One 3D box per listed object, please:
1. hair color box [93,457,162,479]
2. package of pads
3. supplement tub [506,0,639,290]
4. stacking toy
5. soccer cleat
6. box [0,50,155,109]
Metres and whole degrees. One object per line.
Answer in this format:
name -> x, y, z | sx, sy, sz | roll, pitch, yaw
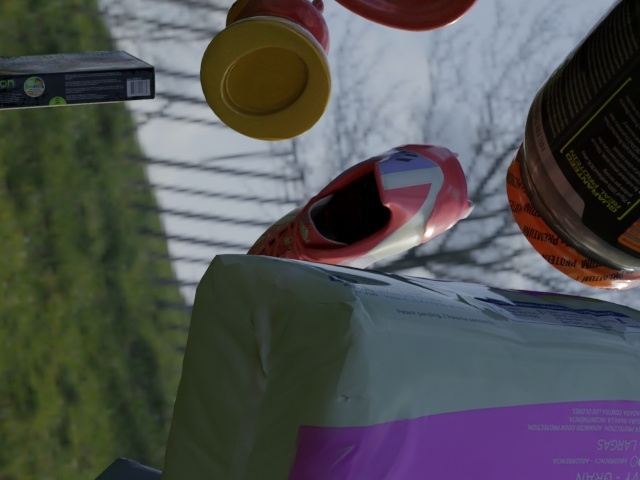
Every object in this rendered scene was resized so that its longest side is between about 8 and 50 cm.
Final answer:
hair color box -> -0.062, 0.347, 1.018 | 0.185, 0.113, 0.374 | 10, -56, 33
package of pads -> 0.039, 0.162, 0.556 | 0.101, 0.229, 0.297 | 19, -82, 48
supplement tub -> 0.279, -0.104, 1.078 | 0.316, 0.193, 0.194 | -50, -133, 49
stacking toy -> -0.014, -0.273, 1.293 | 0.279, 0.309, 0.130 | 50, 29, -19
soccer cleat -> 0.000, 0.000, 1.039 | 0.248, 0.095, 0.083 | -30, -110, 42
box -> -0.287, -0.167, 1.521 | 0.114, 0.207, 0.036 | -147, -125, -61
